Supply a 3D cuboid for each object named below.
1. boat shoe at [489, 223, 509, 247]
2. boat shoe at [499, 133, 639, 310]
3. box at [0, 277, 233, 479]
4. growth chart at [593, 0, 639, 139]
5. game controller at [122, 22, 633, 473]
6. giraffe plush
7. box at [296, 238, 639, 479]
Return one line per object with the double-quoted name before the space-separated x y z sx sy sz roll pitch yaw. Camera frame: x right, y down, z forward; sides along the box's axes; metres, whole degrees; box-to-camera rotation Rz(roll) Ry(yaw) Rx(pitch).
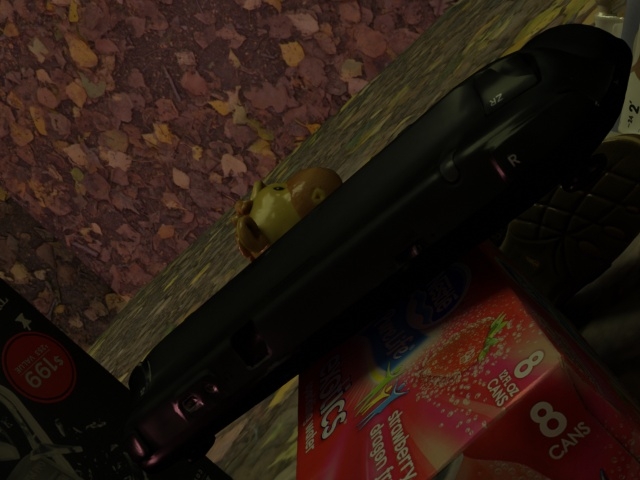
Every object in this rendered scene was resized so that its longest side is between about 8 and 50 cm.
"boat shoe" 0.129 -0.004 0.762 0.152 0.056 0.049 -50 11 33
"boat shoe" 0.152 -0.004 0.556 0.060 0.064 0.178 -31 -21 -40
"box" -0.284 0.244 0.710 0.179 0.312 0.343 -39 13 32
"growth chart" 0.202 -0.077 0.497 0.021 0.172 0.237 -5 16 -9
"game controller" 0.020 0.009 0.465 0.319 0.067 0.166 -39 -3 32
"giraffe plush" 0.000 0.000 0.904 0.210 0.170 0.181 -48 11 -11
"box" 0.073 0.087 0.428 0.128 0.122 0.257 -44 11 10
